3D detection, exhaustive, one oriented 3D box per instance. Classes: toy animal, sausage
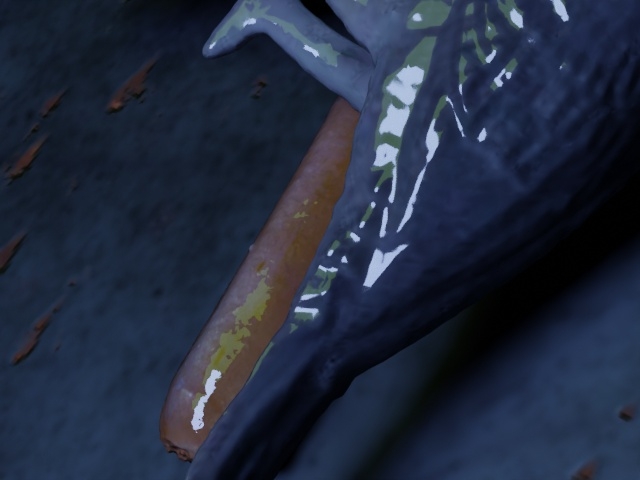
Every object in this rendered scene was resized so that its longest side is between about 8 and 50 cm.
[{"bbox_3d":[0.038,-0.050,0.511,0.367,0.081,0.206,-37,61,-6],"label":"toy animal"},{"bbox_3d":[-0.001,-0.001,0.565,0.177,0.040,0.047,-63,7,-22],"label":"sausage"}]

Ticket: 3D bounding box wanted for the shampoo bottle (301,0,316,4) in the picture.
[{"bbox_3d":[0.017,-0.146,0.622,0.284,0.101,0.101,-13,50,27],"label":"shampoo bottle"}]
